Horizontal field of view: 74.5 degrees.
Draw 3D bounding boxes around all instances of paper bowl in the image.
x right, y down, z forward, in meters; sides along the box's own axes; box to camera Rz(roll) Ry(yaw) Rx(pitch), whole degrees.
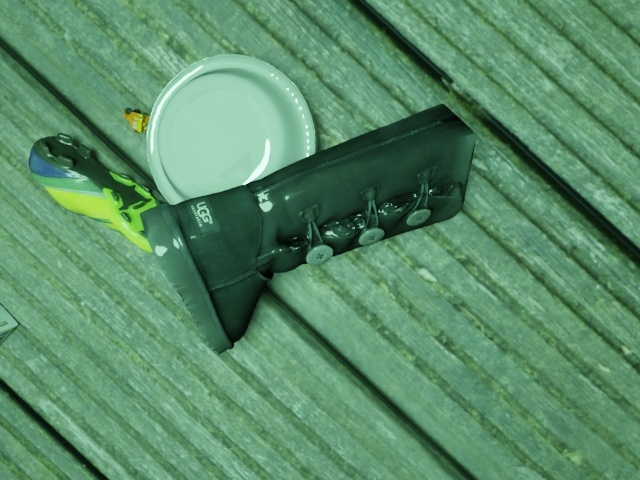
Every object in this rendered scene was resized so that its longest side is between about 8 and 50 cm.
[{"bbox_3d":[-0.145,-0.155,0.692,0.284,0.148,0.285,0,96,4],"label":"paper bowl"}]

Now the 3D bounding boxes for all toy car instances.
[{"bbox_3d":[-0.320,-0.203,0.724,0.060,0.122,0.041,12,105,-14],"label":"toy car"}]

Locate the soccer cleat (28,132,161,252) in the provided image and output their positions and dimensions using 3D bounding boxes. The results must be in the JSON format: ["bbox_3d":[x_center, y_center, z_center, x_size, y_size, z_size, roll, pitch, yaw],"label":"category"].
[{"bbox_3d":[-0.395,-0.070,0.766,0.289,0.093,0.121,39,128,-4],"label":"soccer cleat"}]

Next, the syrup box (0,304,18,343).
[{"bbox_3d":[-0.711,0.118,0.795,0.093,0.096,0.237,-43,91,9],"label":"syrup box"}]

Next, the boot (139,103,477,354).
[{"bbox_3d":[0.000,-0.001,0.673,0.445,0.367,0.146,-24,67,-15],"label":"boot"}]
